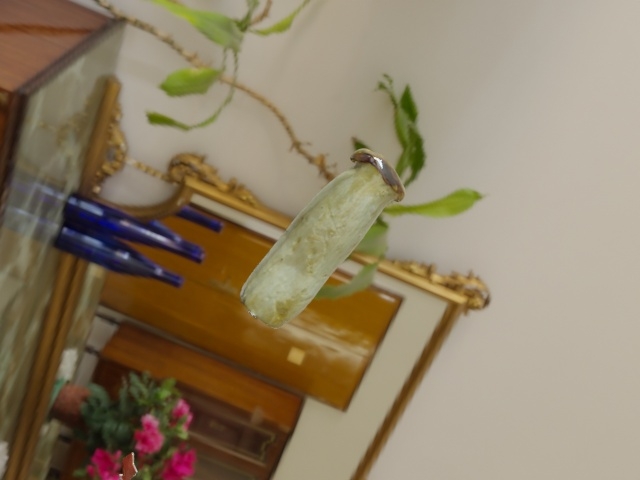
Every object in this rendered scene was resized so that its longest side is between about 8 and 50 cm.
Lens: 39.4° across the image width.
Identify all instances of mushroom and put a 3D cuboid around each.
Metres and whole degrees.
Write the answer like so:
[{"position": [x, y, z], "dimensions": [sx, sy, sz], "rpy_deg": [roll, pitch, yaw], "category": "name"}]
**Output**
[{"position": [0.000, 0.000, 1.308], "dimensions": [0.312, 0.100, 0.081], "rpy_deg": [-48, 177, 18], "category": "mushroom"}]

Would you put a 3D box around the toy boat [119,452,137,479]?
[{"position": [-0.110, 0.217, 0.596], "dimensions": [0.105, 0.034, 0.149], "rpy_deg": [-26, -120, 55], "category": "toy boat"}]
